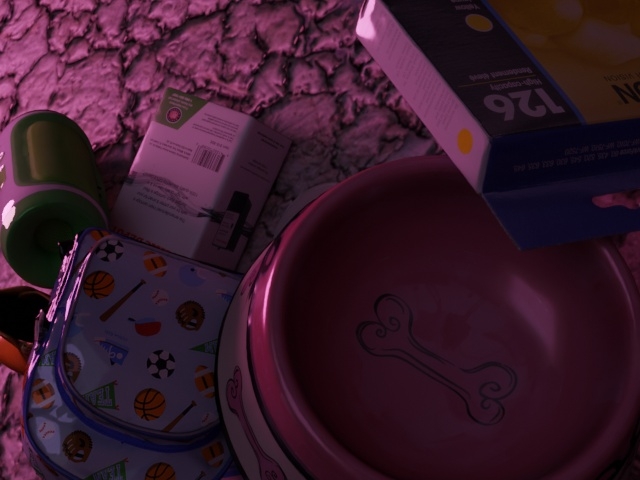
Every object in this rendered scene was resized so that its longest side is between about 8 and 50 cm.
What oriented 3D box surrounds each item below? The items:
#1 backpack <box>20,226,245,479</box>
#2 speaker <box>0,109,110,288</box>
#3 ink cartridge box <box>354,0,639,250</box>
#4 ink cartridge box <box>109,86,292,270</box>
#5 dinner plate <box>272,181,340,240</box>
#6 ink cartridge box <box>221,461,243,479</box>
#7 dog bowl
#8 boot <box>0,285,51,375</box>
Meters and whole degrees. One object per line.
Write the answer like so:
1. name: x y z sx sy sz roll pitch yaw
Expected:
1. backpack: -0.170 0.138 1.495 0.276 0.213 0.263 17 75 -1
2. speaker: -0.323 -0.055 1.793 0.131 0.131 0.296 -48 26 11
3. ink cartridge box: 0.233 -0.137 1.421 0.307 0.303 0.072 55 141 36
4. ink cartridge box: -0.148 -0.055 1.766 0.153 0.087 0.208 23 88 38
5. dinner plate: 0.000 0.000 1.692 0.141 0.017 0.141 -13 65 30
6. ink cartridge box: -0.056 0.305 1.566 0.060 0.104 0.180 -14 66 30
7. dog bowl: 0.112 0.102 1.360 0.408 0.150 0.408 3 65 -5
8. boot: -0.335 0.098 1.760 0.295 0.211 0.104 3 75 35
